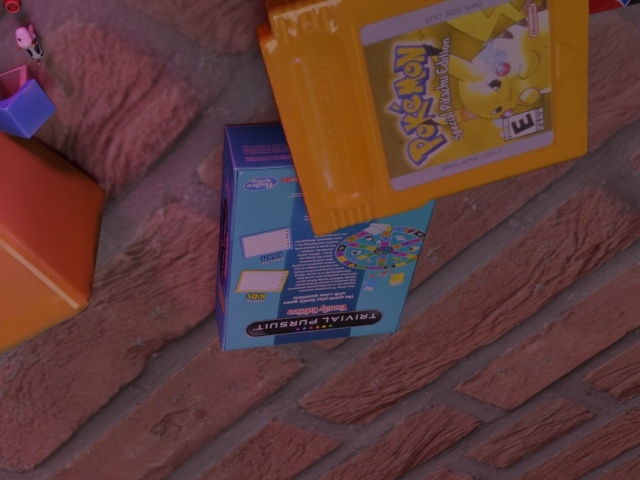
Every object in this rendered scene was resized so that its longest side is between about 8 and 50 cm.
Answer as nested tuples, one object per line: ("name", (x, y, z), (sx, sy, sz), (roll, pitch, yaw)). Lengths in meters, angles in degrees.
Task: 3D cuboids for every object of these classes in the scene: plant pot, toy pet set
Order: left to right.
("plant pot", (-0.369, -0.012, 0.870), (0.212, 0.212, 0.187), (-27, 126, 12))
("toy pet set", (-0.319, -0.154, 0.821), (0.122, 0.065, 0.114), (-20, 139, 4))

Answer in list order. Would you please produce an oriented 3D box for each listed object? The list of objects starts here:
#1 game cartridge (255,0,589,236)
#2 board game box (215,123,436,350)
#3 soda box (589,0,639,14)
("game cartridge", (0.116, -0.157, 0.878), (0.324, 0.052, 0.285), (-18, 133, -2))
("board game box", (0.000, 0.000, 1.093), (0.254, 0.079, 0.336), (-4, 138, -14))
("soda box", (0.291, -0.277, 0.899), (0.169, 0.060, 0.053), (-13, 138, -4))
